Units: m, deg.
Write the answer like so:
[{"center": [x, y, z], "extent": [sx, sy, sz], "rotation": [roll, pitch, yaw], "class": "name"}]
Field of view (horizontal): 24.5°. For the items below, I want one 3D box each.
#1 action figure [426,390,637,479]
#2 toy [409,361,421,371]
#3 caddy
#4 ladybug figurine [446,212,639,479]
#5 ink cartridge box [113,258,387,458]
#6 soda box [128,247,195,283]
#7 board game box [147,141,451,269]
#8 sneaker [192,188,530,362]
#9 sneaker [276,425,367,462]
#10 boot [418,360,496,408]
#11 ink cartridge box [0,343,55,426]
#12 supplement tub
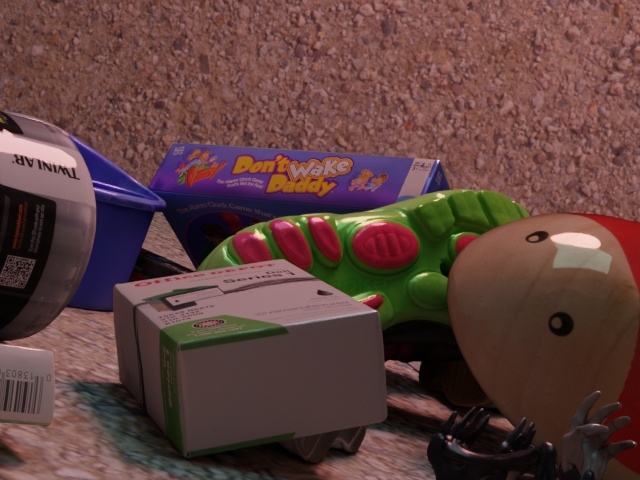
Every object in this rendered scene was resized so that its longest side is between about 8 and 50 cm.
[{"center": [0.201, 0.178, 0.988], "extent": [0.164, 0.141, 0.276], "rotation": [29, -7, -42], "class": "action figure"}, {"center": [0.163, 0.125, 1.946], "extent": [0.056, 0.137, 0.237], "rotation": [57, -7, -12], "class": "toy"}, {"center": [-0.339, -0.049, 1.606], "extent": [0.341, 0.179, 0.241], "rotation": [14, 4, -27], "class": "caddy"}, {"center": [0.315, 0.105, 1.404], "extent": [0.449, 0.162, 0.305], "rotation": [20, 43, -39], "class": "ladybug figurine"}, {"center": [-0.063, 0.086, 1.160], "extent": [0.160, 0.092, 0.219], "rotation": [-8, 13, -19], "class": "ink cartridge box"}, {"center": [-0.192, 0.048, 1.702], "extent": [0.053, 0.060, 0.169], "rotation": [14, 4, -40], "class": "soda box"}, {"center": [0.000, 0.000, 1.723], "extent": [0.347, 0.078, 0.233], "rotation": [6, -37, 27], "class": "board game box"}, {"center": [0.055, 0.050, 1.486], "extent": [0.483, 0.185, 0.202], "rotation": [3, -13, -36], "class": "sneaker"}, {"center": [-0.002, 0.145, 1.211], "extent": [0.061, 0.053, 0.152], "rotation": [15, 4, 24], "class": "sneaker"}, {"center": [0.218, 0.163, 1.677], "extent": [0.165, 0.077, 0.213], "rotation": [16, -3, -13], "class": "boot"}, {"center": [-0.308, 0.084, 0.948], "extent": [0.225, 0.056, 0.181], "rotation": [-5, -12, 43], "class": "ink cartridge box"}, {"center": [-0.354, -0.030, 1.165], "extent": [0.316, 0.193, 0.194], "rotation": [13, 5, -45], "class": "supplement tub"}]
